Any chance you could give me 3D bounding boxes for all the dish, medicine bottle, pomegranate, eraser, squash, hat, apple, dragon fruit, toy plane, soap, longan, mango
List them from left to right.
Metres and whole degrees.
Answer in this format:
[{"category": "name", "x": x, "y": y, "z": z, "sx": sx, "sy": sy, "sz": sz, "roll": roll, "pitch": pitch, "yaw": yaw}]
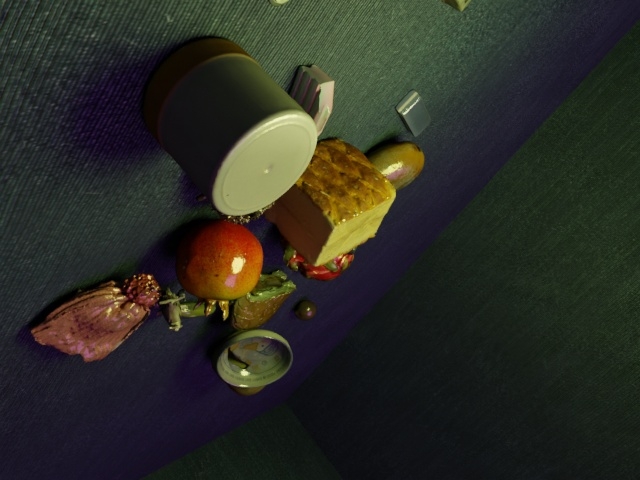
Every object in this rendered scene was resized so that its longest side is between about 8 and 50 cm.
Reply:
[{"category": "hat", "x": -0.510, "y": 0.173, "z": 1.197, "sx": 0.286, "sy": 0.107, "sz": 0.237, "roll": -36, "pitch": 151, "yaw": 5}, {"category": "toy plane", "x": -0.406, "y": 0.179, "z": 1.350, "sx": 0.091, "sy": 0.108, "sz": 0.286, "roll": -11, "pitch": 159, "yaw": -19}, {"category": "squash", "x": -0.397, "y": 0.217, "z": 1.576, "sx": 0.052, "sy": 0.052, "sz": 0.183, "roll": -49, "pitch": 155, "yaw": 17}, {"category": "pomegranate", "x": -0.258, "y": 0.073, "z": 1.261, "sx": 0.221, "sy": 0.220, "sz": 0.257, "roll": 11, "pitch": 80, "yaw": -65}, {"category": "medicine bottle", "x": -0.162, "y": -0.203, "z": 0.909, "sx": 0.237, "sy": 0.232, "sz": 0.238, "roll": -36, "pitch": 159, "yaw": -16}, {"category": "apple", "x": -0.302, "y": 0.488, "z": 2.008, "sx": 0.279, "sy": 0.279, "sz": 0.279, "roll": -36, "pitch": 159, "yaw": -17}, {"category": "dish", "x": -0.247, "y": 0.403, "z": 1.821, "sx": 0.273, "sy": 0.134, "sz": 0.274, "roll": -7, "pitch": 126, "yaw": -10}, {"category": "longan", "x": -0.074, "y": 0.326, "z": 2.315, "sx": 0.113, "sy": 0.092, "sz": 0.113, "roll": -15, "pitch": 163, "yaw": -5}, {"category": "soap", "x": -0.025, "y": -0.308, "z": 1.134, "sx": 0.056, "sy": 0.100, "sz": 0.149, "roll": -22, "pitch": 151, "yaw": -43}, {"category": "dragon fruit", "x": -0.011, "y": 0.002, "z": 1.603, "sx": 0.303, "sy": 0.236, "sz": 0.231, "roll": 54, "pitch": 39, "yaw": -56}, {"category": "mango", "x": 0.198, "y": -0.225, "z": 1.663, "sx": 0.316, "sy": 0.146, "sz": 0.193, "roll": -25, "pitch": 161, "yaw": 4}, {"category": "eraser", "x": 0.307, "y": -0.411, "z": 1.623, "sx": 0.082, "sy": 0.036, "sz": 0.225, "roll": -47, "pitch": 159, "yaw": 10}]

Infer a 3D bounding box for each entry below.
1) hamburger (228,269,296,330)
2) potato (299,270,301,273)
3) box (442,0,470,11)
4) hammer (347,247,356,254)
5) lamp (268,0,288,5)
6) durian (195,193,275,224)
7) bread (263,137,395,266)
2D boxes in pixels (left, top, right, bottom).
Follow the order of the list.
[{"category": "hamburger", "x": -0.233, "y": 0.223, "z": 1.768, "sx": 0.211, "sy": 0.132, "sz": 0.308, "roll": -54, "pitch": 158, "yaw": 24}, {"category": "potato", "x": -0.008, "y": 0.066, "z": 1.935, "sx": 0.105, "sy": 0.085, "sz": 0.188, "roll": 14, "pitch": 120, "yaw": -40}, {"category": "box", "x": 0.339, "y": -0.620, "z": 1.236, "sx": 0.060, "sy": 0.063, "sz": 0.084, "roll": -46, "pitch": 159, "yaw": 13}, {"category": "hammer", "x": 0.113, "y": -0.048, "z": 1.543, "sx": 0.290, "sy": 0.037, "sz": 0.137, "roll": -65, "pitch": 146, "yaw": -57}, {"category": "lamp", "x": -0.006, "y": -0.545, "z": 0.780, "sx": 0.269, "sy": 0.047, "sz": 0.266, "roll": -39, "pitch": 158, "yaw": -9}, {"category": "durian", "x": -0.196, "y": -0.124, "z": 1.152, "sx": 0.195, "sy": 0.167, "sz": 0.196, "roll": -16, "pitch": 130, "yaw": -20}, {"category": "bread", "x": 0.020, "y": -0.114, "z": 1.362, "sx": 0.279, "sy": 0.279, "sz": 0.207, "roll": -23, "pitch": 150, "yaw": -38}]
